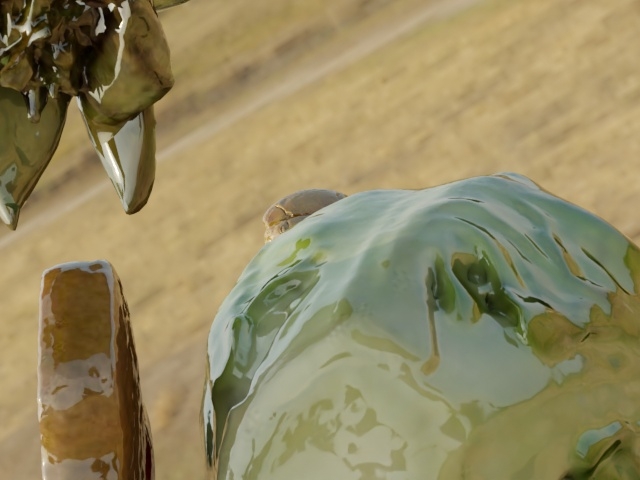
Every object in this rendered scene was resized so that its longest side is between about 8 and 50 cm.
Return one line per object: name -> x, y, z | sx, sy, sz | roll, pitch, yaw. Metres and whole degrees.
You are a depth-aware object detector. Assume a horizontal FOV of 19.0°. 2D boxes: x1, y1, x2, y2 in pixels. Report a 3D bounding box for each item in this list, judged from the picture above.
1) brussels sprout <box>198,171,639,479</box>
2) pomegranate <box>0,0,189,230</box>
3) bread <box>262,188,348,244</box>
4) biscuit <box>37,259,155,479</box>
brussels sprout -> 0.053, 0.079, 0.808 | 0.210, 0.219, 0.271 | -27, -12, 19
pomegranate -> -0.100, -0.171, 0.697 | 0.260, 0.341, 0.260 | 2, -20, 1
bread -> 0.000, 0.000, 1.274 | 0.081, 0.046, 0.083 | 9, 35, 5
biscuit -> -0.086, 0.139, 0.775 | 0.044, 0.295, 0.186 | -3, 44, -7
